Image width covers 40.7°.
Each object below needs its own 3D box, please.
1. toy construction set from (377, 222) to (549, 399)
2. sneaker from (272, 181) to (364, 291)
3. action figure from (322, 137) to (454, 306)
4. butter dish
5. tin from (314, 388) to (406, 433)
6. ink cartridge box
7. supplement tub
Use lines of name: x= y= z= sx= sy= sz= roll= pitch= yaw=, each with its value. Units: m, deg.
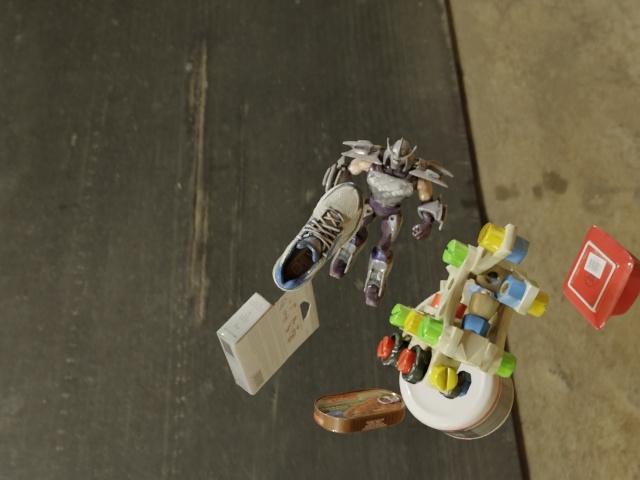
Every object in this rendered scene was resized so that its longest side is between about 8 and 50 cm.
toy construction set: x=0.177 y=0.088 z=1.104 sx=0.151 sy=0.327 sz=0.215 roll=23 pitch=88 yaw=5
sneaker: x=0.000 y=0.000 z=0.886 sx=0.052 sy=0.058 sz=0.135 roll=35 pitch=96 yaw=2
action figure: x=0.091 y=-0.040 z=1.284 sx=0.185 sy=0.285 sz=0.099 roll=26 pitch=45 yaw=11
butter dish: x=0.566 y=0.075 z=1.661 sx=0.118 sy=0.160 sz=0.160 roll=10 pitch=24 yaw=-19
tin: x=0.075 y=0.323 z=1.644 sx=0.189 sy=0.040 sz=0.106 roll=-3 pitch=20 yaw=-31
ink cartridge box: x=-0.111 y=0.200 z=1.956 sx=0.060 sy=0.275 sz=0.239 roll=34 pitch=66 yaw=24
supplement tub: x=0.281 y=0.296 z=1.732 sx=0.191 sy=0.272 sz=0.191 roll=-7 pitch=70 yaw=20
